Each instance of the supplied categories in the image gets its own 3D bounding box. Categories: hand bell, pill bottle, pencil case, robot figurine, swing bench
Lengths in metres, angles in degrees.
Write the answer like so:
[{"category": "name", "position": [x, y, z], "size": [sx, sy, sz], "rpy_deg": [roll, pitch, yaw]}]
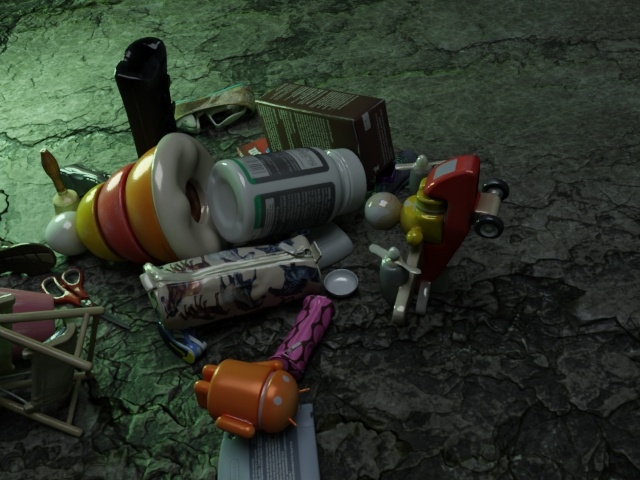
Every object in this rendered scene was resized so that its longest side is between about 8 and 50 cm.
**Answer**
[{"category": "hand bell", "position": [-0.704, -0.148, 1.898], "size": [0.126, 0.242, 0.126], "rpy_deg": [-3, 44, 3]}, {"category": "pill bottle", "position": [-0.077, -0.122, 1.729], "size": [0.361, 0.204, 0.204], "rpy_deg": [-13, 42, -33]}, {"category": "pencil case", "position": [-0.037, 0.211, 1.569], "size": [0.095, 0.098, 0.209], "rpy_deg": [13, 46, 18]}, {"category": "pencil case", "position": [-0.201, 0.090, 1.614], "size": [0.411, 0.183, 0.159], "rpy_deg": [-12, 53, -17]}, {"category": "robot figurine", "position": [-0.136, 0.305, 1.388], "size": [0.220, 0.128, 0.158], "rpy_deg": [9, 3, 15]}, {"category": "swing bench", "position": [-0.589, 0.252, 1.421], "size": [0.255, 0.253, 0.165], "rpy_deg": [11, 42, -15]}]

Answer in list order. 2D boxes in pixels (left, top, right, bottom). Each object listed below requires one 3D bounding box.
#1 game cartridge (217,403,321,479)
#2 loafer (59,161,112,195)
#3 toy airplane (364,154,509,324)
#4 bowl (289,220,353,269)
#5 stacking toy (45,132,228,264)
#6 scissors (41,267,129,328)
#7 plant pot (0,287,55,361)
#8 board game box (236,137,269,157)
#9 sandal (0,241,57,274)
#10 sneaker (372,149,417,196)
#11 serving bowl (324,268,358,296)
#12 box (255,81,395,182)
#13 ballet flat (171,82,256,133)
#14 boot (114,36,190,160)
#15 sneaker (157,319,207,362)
[{"category": "game cartridge", "position": [-0.098, 0.458, 1.356], "size": [0.198, 0.062, 0.297], "rpy_deg": [-10, 44, 2]}, {"category": "loafer", "position": [-0.631, -0.165, 2.010], "size": [0.303, 0.109, 0.095], "rpy_deg": [21, 46, 28]}, {"category": "toy airplane", "position": [0.220, -0.017, 1.587], "size": [0.273, 0.384, 0.386], "rpy_deg": [23, 4, -2]}, {"category": "bowl", "position": [0.000, 0.000, 1.815], "size": [0.142, 0.053, 0.142], "rpy_deg": [-28, 50, -20]}, {"category": "stacking toy", "position": [-0.501, -0.060, 1.789], "size": [0.480, 0.350, 0.350], "rpy_deg": [-11, 42, 16]}, {"category": "scissors", "position": [-0.587, 0.161, 1.733], "size": [0.109, 0.021, 0.297], "rpy_deg": [-32, 51, -28]}, {"category": "plant pot", "position": [-0.702, 0.192, 1.600], "size": [0.180, 0.201, 0.201], "rpy_deg": [-3, 42, -21]}, {"category": "board game box", "position": [-0.126, -0.218, 2.067], "size": [0.145, 0.027, 0.281], "rpy_deg": [-24, 47, -17]}, {"category": "sandal", "position": [-0.799, 0.048, 1.836], "size": [0.220, 0.089, 0.060], "rpy_deg": [-11, 22, 4]}, {"category": "sneaker", "position": [0.217, -0.204, 1.968], "size": [0.083, 0.098, 0.223], "rpy_deg": [17, 49, 21]}, {"category": "serving bowl", "position": [0.051, 0.109, 1.714], "size": [0.084, 0.027, 0.083], "rpy_deg": [-3, 44, 3]}, {"category": "box", "position": [0.009, -0.308, 1.938], "size": [0.382, 0.191, 0.143], "rpy_deg": [23, 49, 41]}, {"category": "ballet flat", "position": [-0.371, -0.402, 2.231], "size": [0.349, 0.123, 0.123], "rpy_deg": [-18, 46, -10]}, {"category": "boot", "position": [-0.452, -0.355, 1.938], "size": [0.146, 0.445, 0.366], "rpy_deg": [-8, 44, -3]}, {"category": "sneaker", "position": [-0.320, 0.225, 1.618], "size": [0.144, 0.053, 0.059], "rpy_deg": [34, 50, 27]}]
